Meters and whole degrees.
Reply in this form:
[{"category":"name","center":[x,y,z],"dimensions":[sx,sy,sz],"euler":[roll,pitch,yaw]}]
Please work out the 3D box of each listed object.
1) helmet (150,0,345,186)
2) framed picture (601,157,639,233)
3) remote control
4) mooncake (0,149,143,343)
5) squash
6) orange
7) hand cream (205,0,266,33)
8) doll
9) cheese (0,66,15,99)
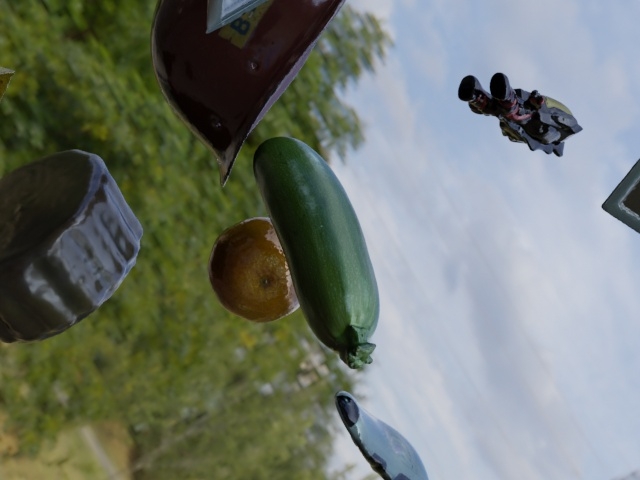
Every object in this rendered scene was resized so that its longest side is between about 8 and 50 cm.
[{"category":"helmet","center":[-0.123,-0.297,1.879],"dimensions":[0.230,0.385,0.337],"euler":[35,-6,-5]},{"category":"framed picture","center":[0.457,-0.092,1.420],"dimensions":[0.217,0.274,0.017],"euler":[32,17,-21]},{"category":"remote control","center":[0.079,0.251,1.606],"dimensions":[0.256,0.045,0.097],"euler":[47,14,-53]},{"category":"mooncake","center":[-0.398,0.016,1.916],"dimensions":[0.161,0.290,0.290],"euler":[58,-6,-32]},{"category":"squash","center":[0.000,0.000,1.664],"dimensions":[0.107,0.107,0.395],"euler":[70,0,-48]},{"category":"orange","center":[-0.087,0.040,1.919],"dimensions":[0.155,0.154,0.134],"euler":[63,-6,-18]},{"category":"hand cream","center":[-0.087,-0.381,1.533],"dimensions":[0.078,0.124,0.341],"euler":[44,-27,21]},{"category":"doll","center":[0.317,-0.195,2.065],"dimensions":[0.248,0.088,0.127],"euler":[25,6,-42]},{"category":"cheese","center":[-0.499,-0.206,1.867],"dimensions":[0.171,0.093,0.126],"euler":[-13,-92,53]}]
